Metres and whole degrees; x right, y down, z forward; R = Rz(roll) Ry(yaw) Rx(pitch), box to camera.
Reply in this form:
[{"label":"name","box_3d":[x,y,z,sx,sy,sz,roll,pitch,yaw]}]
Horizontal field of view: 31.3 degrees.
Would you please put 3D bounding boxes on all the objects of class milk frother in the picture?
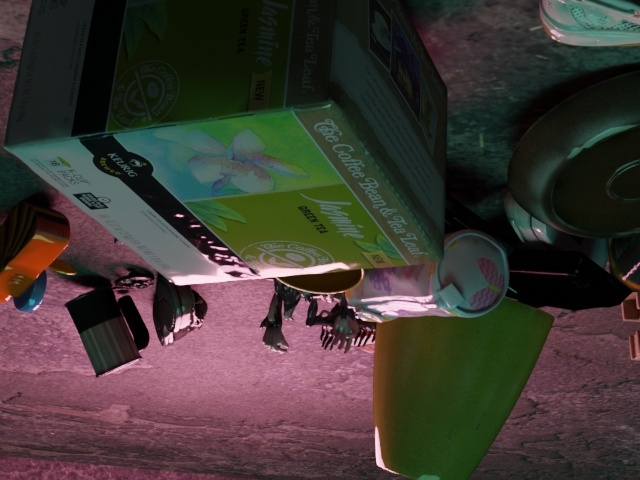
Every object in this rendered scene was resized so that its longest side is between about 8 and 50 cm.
[{"label":"milk frother","box_3d":[-0.323,0.133,1.862,0.129,0.134,0.143,-22,176,-37]}]

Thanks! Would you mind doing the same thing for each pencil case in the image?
[{"label":"pencil case","box_3d":[0.137,0.052,1.548,0.124,0.113,0.273,-26,-174,-27]}]

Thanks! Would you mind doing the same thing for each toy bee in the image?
[{"label":"toy bee","box_3d":[-0.472,0.032,1.650,0.298,0.162,0.195,-34,139,12]}]

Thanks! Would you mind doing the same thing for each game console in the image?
[{"label":"game console","box_3d":[0.238,0.002,1.542,0.361,0.044,0.213,33,164,-30]}]

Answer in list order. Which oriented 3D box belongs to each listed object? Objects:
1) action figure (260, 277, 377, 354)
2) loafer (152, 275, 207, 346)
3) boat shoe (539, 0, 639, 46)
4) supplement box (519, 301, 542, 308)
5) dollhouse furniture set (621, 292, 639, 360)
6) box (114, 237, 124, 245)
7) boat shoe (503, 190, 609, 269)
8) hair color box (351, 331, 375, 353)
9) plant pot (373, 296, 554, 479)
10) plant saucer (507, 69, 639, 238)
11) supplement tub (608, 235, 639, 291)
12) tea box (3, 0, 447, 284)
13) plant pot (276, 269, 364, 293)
[{"label":"action figure","box_3d":[-0.006,0.115,1.821,0.164,0.141,0.276,0,161,29]},{"label":"loafer","box_3d":[-0.226,0.108,1.891,0.084,0.096,0.267,-15,168,-17]},{"label":"boat shoe","box_3d":[0.343,-0.234,1.056,0.277,0.098,0.096,-3,158,9]},{"label":"supplement box","box_3d":[0.333,0.058,1.754,0.055,0.083,0.043,-15,152,34]},{"label":"dollhouse furniture set","box_3d":[0.624,0.182,1.770,0.198,0.303,0.286,4,157,-7]},{"label":"box","box_3d":[-0.156,-0.040,1.555,0.183,0.059,0.233,14,153,-27]},{"label":"boat shoe","box_3d":[0.335,-0.009,1.615,0.084,0.095,0.258,20,164,37]},{"label":"hair color box","box_3d":[0.133,0.151,2.012,0.167,0.053,0.093,-14,154,32]},{"label":"plant pot","box_3d":[0.190,0.223,1.769,0.275,0.293,0.275,16,174,2]},{"label":"plant saucer","box_3d":[0.383,-0.088,1.379,0.311,0.050,0.310,-6,147,-4]},{"label":"supplement tub","box_3d":[0.470,0.007,1.611,0.106,0.106,0.198,2,157,-5]},{"label":"tea box","box_3d":[-0.070,-0.124,1.129,0.324,0.220,0.329,-7,154,21]},{"label":"plant pot","box_3d":[0.000,0.000,1.589,0.134,0.095,0.134,7,148,4]}]
